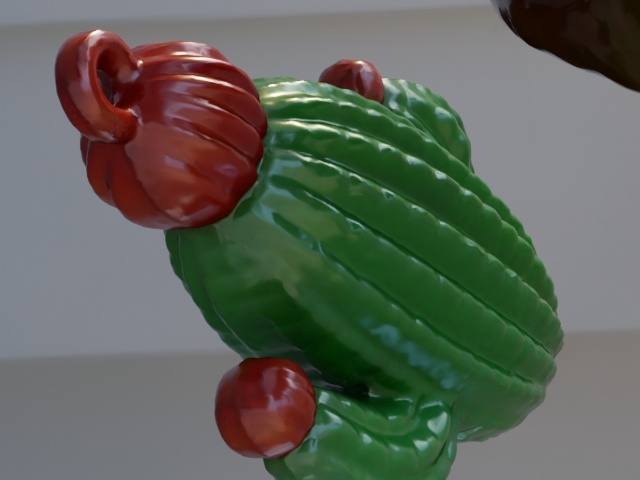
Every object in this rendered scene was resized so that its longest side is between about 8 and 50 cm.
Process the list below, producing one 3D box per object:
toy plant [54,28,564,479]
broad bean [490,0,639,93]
[{"bbox_3d":[0.006,0.013,0.553,0.240,0.088,0.154,-6,81,-62],"label":"toy plant"},{"bbox_3d":[0.100,-0.111,0.430,0.122,0.156,0.228,44,6,-15],"label":"broad bean"}]
